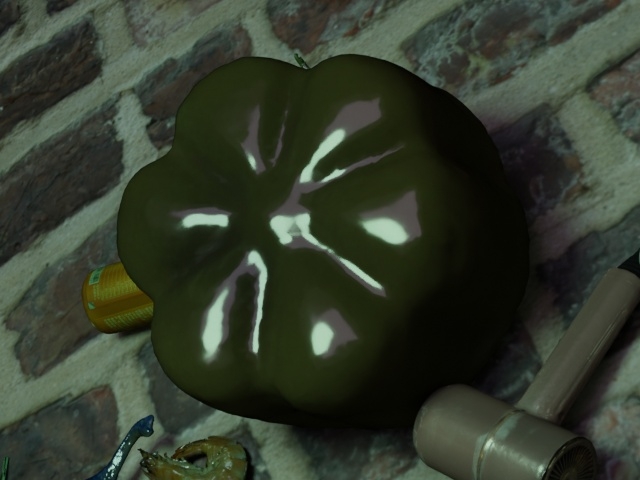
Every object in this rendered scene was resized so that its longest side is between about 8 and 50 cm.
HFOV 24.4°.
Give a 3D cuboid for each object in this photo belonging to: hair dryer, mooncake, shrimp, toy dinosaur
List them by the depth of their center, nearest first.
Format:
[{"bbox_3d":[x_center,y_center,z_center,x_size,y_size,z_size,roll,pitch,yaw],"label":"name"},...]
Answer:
[{"bbox_3d":[0.266,0.138,1.649,0.189,0.106,0.344,22,67,43],"label":"hair dryer"},{"bbox_3d":[0.000,0.000,1.747,0.467,0.262,0.467,-10,69,28],"label":"mooncake"},{"bbox_3d":[-0.164,0.284,1.871,0.180,0.041,0.099,9,65,39],"label":"shrimp"},{"bbox_3d":[-0.318,0.324,1.924,0.248,0.075,0.188,-11,62,40],"label":"toy dinosaur"}]

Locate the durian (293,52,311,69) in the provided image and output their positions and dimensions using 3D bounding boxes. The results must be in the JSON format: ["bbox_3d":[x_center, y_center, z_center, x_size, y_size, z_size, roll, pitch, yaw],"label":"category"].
[{"bbox_3d":[0.038,-0.170,1.973,0.086,0.100,0.215,-45,57,-1],"label":"durian"}]

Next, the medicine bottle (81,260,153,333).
[{"bbox_3d":[-0.223,0.062,2.011,0.192,0.096,0.096,-17,54,25],"label":"medicine bottle"}]

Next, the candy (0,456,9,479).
[{"bbox_3d":[-0.440,0.374,2.012,0.056,0.049,0.184,-15,47,18],"label":"candy"}]
